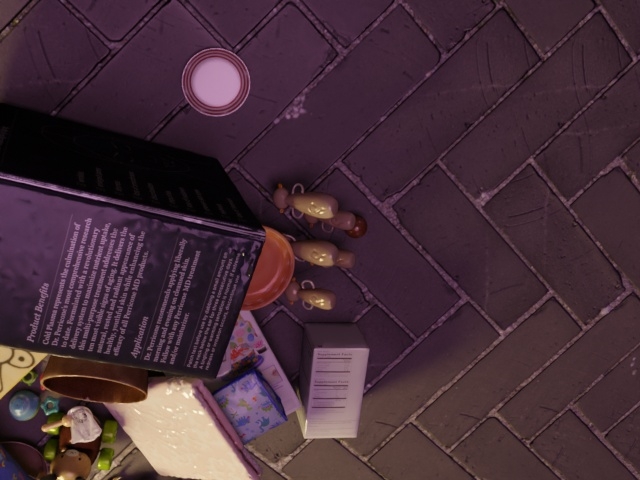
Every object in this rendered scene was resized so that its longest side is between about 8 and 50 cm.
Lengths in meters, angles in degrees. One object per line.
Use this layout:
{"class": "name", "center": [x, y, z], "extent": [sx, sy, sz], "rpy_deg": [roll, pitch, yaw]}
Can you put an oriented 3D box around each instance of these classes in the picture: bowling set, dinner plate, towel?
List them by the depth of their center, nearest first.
{"class": "dinner plate", "center": [-0.217, -0.329, 1.580], "extent": [0.141, 0.017, 0.141], "rpy_deg": [-5, 112, -13]}
{"class": "bowling set", "center": [0.000, 0.000, 1.715], "extent": [0.154, 0.200, 0.286], "rpy_deg": [12, 110, 28]}
{"class": "towel", "center": [-0.324, 0.426, 1.727], "extent": [0.332, 0.053, 0.316], "rpy_deg": [-8, 123, 35]}

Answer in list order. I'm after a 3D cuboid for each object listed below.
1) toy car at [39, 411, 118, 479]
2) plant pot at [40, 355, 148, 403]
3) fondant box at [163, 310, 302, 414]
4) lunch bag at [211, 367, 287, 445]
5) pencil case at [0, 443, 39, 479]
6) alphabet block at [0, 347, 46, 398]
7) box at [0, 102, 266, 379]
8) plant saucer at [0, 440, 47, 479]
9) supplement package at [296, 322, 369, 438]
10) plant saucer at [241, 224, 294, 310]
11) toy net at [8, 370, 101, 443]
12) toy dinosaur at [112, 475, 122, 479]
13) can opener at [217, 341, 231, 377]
{"class": "toy car", "center": [-0.558, 0.492, 1.711], "extent": [0.155, 0.188, 0.148], "rpy_deg": [11, 109, -5]}
{"class": "plant pot", "center": [-0.456, 0.206, 1.611], "extent": [0.216, 0.215, 0.230], "rpy_deg": [13, 63, -18]}
{"class": "fondant box", "center": [-0.221, 0.304, 1.784], "extent": [0.238, 0.096, 0.330], "rpy_deg": [-26, 115, -2]}
{"class": "lunch bag", "center": [-0.168, 0.369, 1.718], "extent": [0.129, 0.096, 0.151], "rpy_deg": [-32, 124, 0]}
{"class": "pencil case", "center": [-0.740, 0.512, 1.696], "extent": [0.133, 0.119, 0.306], "rpy_deg": [-49, 121, -38]}
{"class": "alphabet block", "center": [-0.678, 0.180, 1.573], "extent": [0.192, 0.193, 0.197], "rpy_deg": [-41, 114, 6]}
{"class": "box", "center": [-0.407, -0.016, 1.386], "extent": [0.472, 0.480, 0.297], "rpy_deg": [15, 106, -22]}
{"class": "plant saucer", "center": [-0.729, 0.538, 1.790], "extent": [0.169, 0.029, 0.168], "rpy_deg": [-4, 111, -11]}
{"class": "supplement package", "center": [0.025, 0.336, 1.831], "extent": [0.134, 0.139, 0.244], "rpy_deg": [2, 111, -13]}
{"class": "plant saucer", "center": [-0.155, 0.054, 1.627], "extent": [0.200, 0.037, 0.199], "rpy_deg": [-8, 115, -19]}
{"class": "toy net", "center": [-0.588, 0.376, 1.710], "extent": [0.232, 0.045, 0.122], "rpy_deg": [21, 76, 7]}
{"class": "toy dinosaur", "center": [-0.377, 0.660, 1.877], "extent": [0.296, 0.127, 0.200], "rpy_deg": [-8, 106, -16]}
{"class": "can opener", "center": [-0.238, 0.155, 1.631], "extent": [0.076, 0.283, 0.095], "rpy_deg": [-8, 157, 5]}
